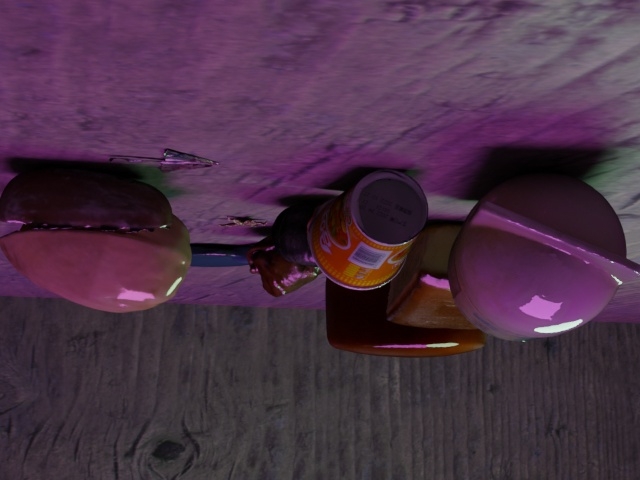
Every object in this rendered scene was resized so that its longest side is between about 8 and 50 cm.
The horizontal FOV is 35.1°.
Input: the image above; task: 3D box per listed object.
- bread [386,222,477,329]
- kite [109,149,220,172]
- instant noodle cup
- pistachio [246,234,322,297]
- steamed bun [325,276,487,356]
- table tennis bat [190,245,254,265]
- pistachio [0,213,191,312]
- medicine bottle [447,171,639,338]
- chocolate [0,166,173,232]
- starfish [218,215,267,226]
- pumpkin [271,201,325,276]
[{"bbox_3d":[0.313,0.079,2.006,0.324,0.143,0.333,2,161,-7],"label":"bread"},{"bbox_3d":[-0.218,-0.110,1.422,0.157,0.011,0.139,3,169,-13],"label":"kite"},{"bbox_3d":[0.079,-0.025,1.521,0.168,0.168,0.185,3,163,-12],"label":"instant noodle cup"},{"bbox_3d":[-0.062,0.042,2.016,0.165,0.130,0.210,11,159,-34],"label":"pistachio"},{"bbox_3d":[0.196,0.150,2.314,0.379,0.235,0.248,1,177,6],"label":"steamed bun"},{"bbox_3d":[-0.227,0.038,2.294,0.329,0.044,0.215,-4,169,43],"label":"table tennis bat"},{"bbox_3d":[-0.365,0.013,1.653,0.318,0.193,0.214,10,159,3],"label":"pistachio"},{"bbox_3d":[0.316,0.024,1.479,0.236,0.235,0.406,1,172,3],"label":"medicine bottle"},{"bbox_3d":[-0.343,-0.065,1.489,0.261,0.083,0.161,3,-171,-14],"label":"chocolate"},{"bbox_3d":[-0.145,-0.032,1.899,0.092,0.016,0.086,-5,169,6],"label":"starfish"},{"bbox_3d":[0.001,-0.003,1.712,0.167,0.125,0.167,-8,178,0],"label":"pumpkin"}]
